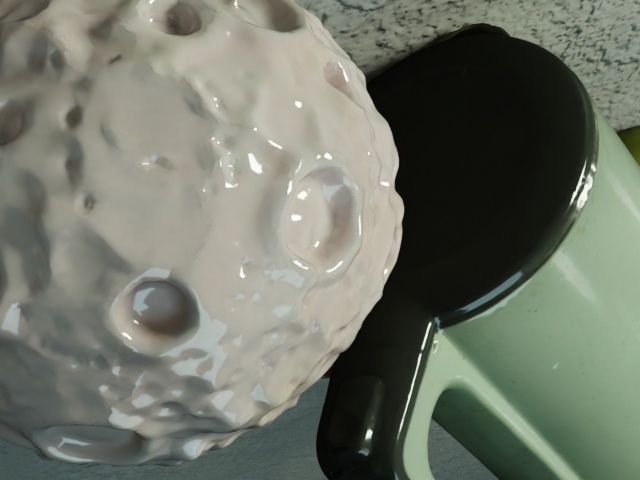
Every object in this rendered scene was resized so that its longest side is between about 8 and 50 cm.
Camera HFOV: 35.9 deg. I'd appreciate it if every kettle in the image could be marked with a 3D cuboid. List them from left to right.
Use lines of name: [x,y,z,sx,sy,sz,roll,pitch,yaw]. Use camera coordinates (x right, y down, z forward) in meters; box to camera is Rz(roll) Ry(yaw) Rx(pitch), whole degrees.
kettle: [0.146,0.092,0.722,0.250,0.361,0.377,1,150,39]

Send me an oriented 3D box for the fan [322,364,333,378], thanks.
fan: [0.026,0.163,1.306,0.085,0.005,0.133,-30,157,21]

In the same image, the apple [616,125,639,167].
apple: [0.389,0.031,0.958,0.320,0.311,0.360,-30,141,3]

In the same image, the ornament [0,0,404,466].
ornament: [-0.087,-0.025,0.477,0.259,0.259,0.225,2,131,-44]
